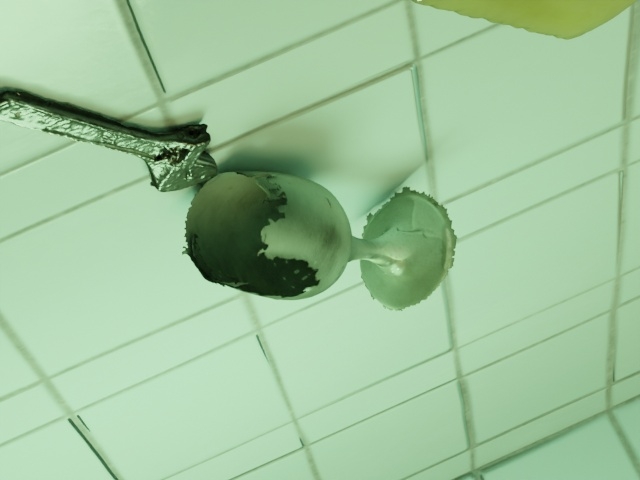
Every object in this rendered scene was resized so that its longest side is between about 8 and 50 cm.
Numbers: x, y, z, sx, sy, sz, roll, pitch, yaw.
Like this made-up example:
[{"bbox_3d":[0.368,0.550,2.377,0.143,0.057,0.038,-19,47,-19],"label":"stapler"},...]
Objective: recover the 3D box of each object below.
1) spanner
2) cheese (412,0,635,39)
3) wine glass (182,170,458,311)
[{"bbox_3d":[-0.197,-0.097,1.838,0.093,0.026,0.325,-36,153,25],"label":"spanner"},{"bbox_3d":[0.218,-0.295,1.709,0.242,0.124,0.265,-36,154,32],"label":"cheese"},{"bbox_3d":[0.000,0.000,2.101,0.321,0.143,0.143,5,143,-48],"label":"wine glass"}]
